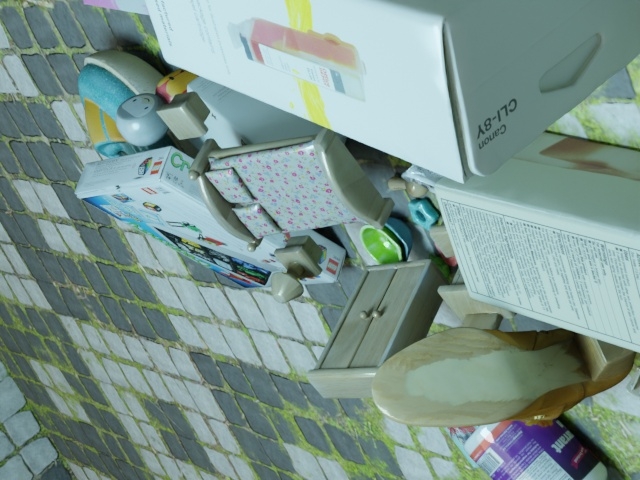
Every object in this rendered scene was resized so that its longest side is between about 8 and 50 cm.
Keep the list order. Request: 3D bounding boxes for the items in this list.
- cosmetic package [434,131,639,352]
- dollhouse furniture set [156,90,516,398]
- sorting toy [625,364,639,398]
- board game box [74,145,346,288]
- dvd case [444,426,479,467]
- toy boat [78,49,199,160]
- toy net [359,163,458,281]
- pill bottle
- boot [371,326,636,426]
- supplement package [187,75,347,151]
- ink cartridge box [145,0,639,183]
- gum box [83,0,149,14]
[{"bbox_3d":[0.270,0.000,1.434,0.296,0.129,0.153,19,138,47],"label":"cosmetic package"},{"bbox_3d":[0.000,0.000,1.639,0.303,0.174,0.355,-7,134,41],"label":"dollhouse furniture set"},{"bbox_3d":[0.368,0.141,1.557,0.075,0.045,0.083,33,148,18],"label":"sorting toy"},{"bbox_3d":[-0.140,-0.022,1.928,0.305,0.053,0.193,31,157,-35],"label":"board game box"},{"bbox_3d":[0.194,0.251,1.986,0.119,0.013,0.087,55,153,-5],"label":"dvd case"},{"bbox_3d":[-0.229,-0.148,1.973,0.267,0.148,0.318,52,158,-1],"label":"toy boat"},{"bbox_3d":[0.114,-0.031,1.725,0.122,0.045,0.232,42,151,19],"label":"toy net"},{"bbox_3d":[0.275,0.280,1.794,0.193,0.108,0.108,44,152,12],"label":"pill bottle"},{"bbox_3d":[0.190,0.157,1.567,0.211,0.295,0.104,99,157,-69],"label":"boot"},{"bbox_3d":[-0.069,-0.130,1.815,0.179,0.105,0.105,41,150,18],"label":"supplement package"},{"bbox_3d":[0.064,-0.236,1.294,0.384,0.279,0.160,26,143,39],"label":"ink cartridge box"},{"bbox_3d":[-0.226,-0.337,1.813,0.188,0.062,0.107,17,117,48],"label":"gum box"}]
